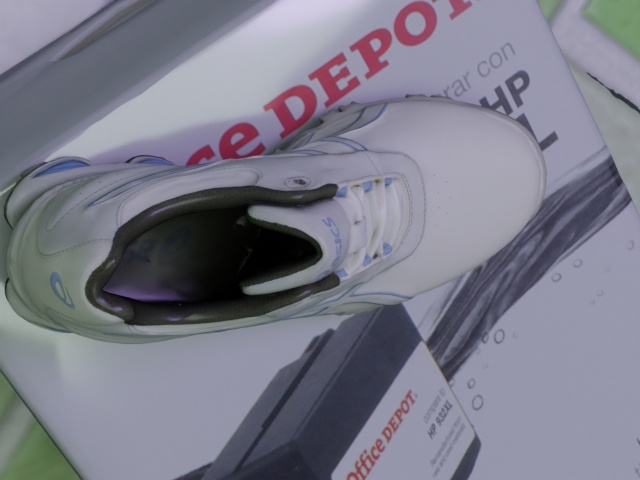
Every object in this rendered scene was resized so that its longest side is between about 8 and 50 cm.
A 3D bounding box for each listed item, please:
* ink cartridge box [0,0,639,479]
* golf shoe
[{"bbox_3d":[0.012,0.044,0.525,0.223,0.129,0.307,-36,113,-11],"label":"ink cartridge box"},{"bbox_3d":[0.000,0.000,0.391,0.176,0.086,0.069,-13,104,-20],"label":"golf shoe"}]
